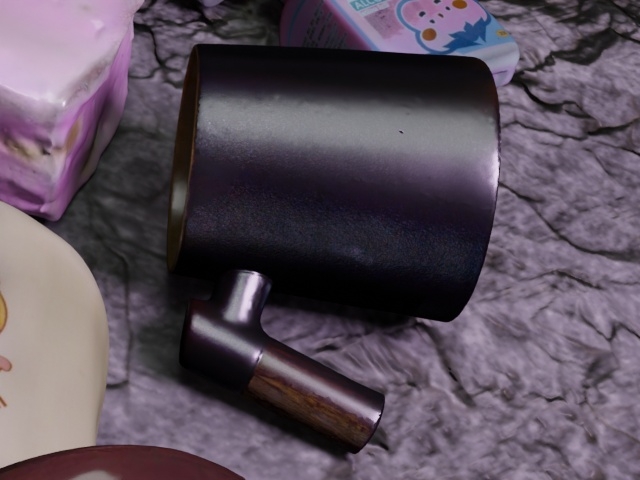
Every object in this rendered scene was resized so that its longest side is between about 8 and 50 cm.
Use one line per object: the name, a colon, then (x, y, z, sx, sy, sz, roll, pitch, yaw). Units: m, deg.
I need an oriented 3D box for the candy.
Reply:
candy: (-0.251, -0.134, 0.917, 0.265, 0.115, 0.155, 23, 46, -1)

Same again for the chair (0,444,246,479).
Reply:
chair: (-0.054, 0.295, 0.531, 0.227, 0.226, 0.401, -4, 52, -24)

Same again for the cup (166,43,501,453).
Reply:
cup: (0.004, -0.014, 0.877, 0.177, 0.166, 0.239, 7, 47, -11)

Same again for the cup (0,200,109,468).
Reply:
cup: (-0.225, 0.106, 0.714, 0.173, 0.255, 0.202, 45, 30, -42)

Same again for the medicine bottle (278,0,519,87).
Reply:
medicine bottle: (0.039, -0.154, 1.061, 0.119, 0.094, 0.188, -21, 60, -33)

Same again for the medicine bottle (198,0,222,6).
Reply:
medicine bottle: (-0.141, -0.256, 1.113, 0.221, 0.061, 0.092, 43, 30, 17)
